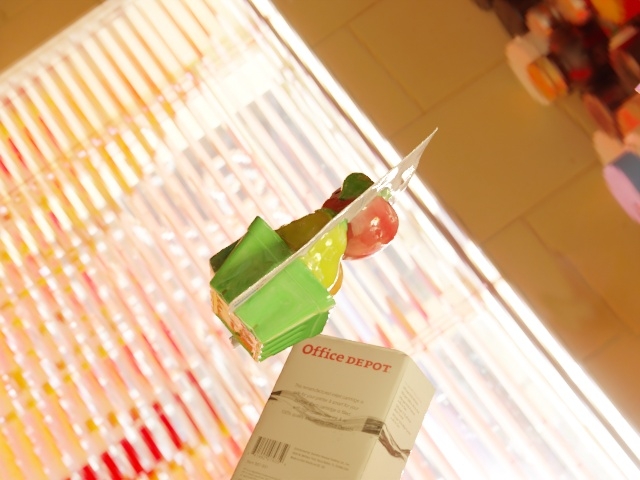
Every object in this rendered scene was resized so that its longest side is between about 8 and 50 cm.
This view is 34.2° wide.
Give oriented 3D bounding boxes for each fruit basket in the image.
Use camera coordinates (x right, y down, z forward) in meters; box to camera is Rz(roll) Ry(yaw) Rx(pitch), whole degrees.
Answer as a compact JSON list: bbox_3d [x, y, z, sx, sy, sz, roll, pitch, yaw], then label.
[{"bbox_3d":[0.000,0.000,1.434,0.165,0.353,0.327,42,167,6],"label":"fruit basket"}]

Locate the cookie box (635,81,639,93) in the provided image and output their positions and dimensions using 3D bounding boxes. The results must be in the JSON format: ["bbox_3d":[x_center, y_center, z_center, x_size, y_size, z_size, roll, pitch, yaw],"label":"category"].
[{"bbox_3d":[0.403,-0.162,1.157,0.092,0.040,0.107,43,-152,6],"label":"cookie box"}]

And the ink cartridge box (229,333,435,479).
[{"bbox_3d":[0.018,0.322,1.660,0.223,0.308,0.129,8,152,35],"label":"ink cartridge box"}]
